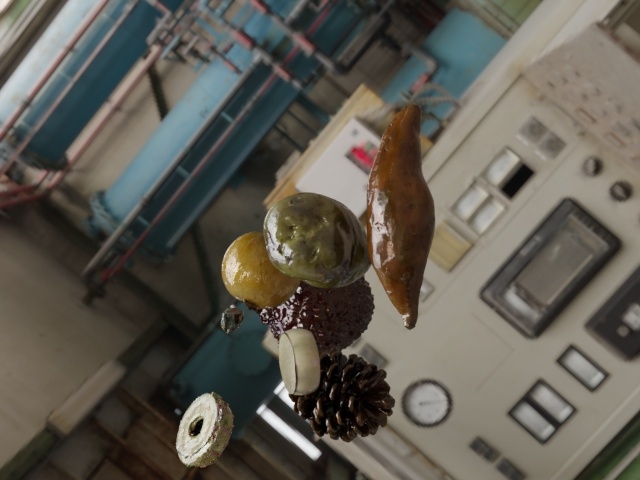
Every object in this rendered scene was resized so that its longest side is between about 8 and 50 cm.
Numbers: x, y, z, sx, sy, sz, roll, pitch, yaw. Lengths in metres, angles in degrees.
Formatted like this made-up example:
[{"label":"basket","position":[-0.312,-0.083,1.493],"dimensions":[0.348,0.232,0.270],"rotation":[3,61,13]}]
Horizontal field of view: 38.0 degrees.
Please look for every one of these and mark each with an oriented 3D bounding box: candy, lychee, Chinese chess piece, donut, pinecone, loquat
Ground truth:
[{"label":"candy","position":[-0.201,0.179,2.129],"dimensions":[0.047,0.053,0.182],"rotation":[8,-175,1]},{"label":"lychee","position":[-0.024,0.150,2.153],"dimensions":[0.300,0.264,0.264],"rotation":[-3,-163,-7]},{"label":"Chinese chess piece","position":[-0.038,0.220,1.686],"dimensions":[0.051,0.122,0.122],"rotation":[-6,-152,-18]},{"label":"donut","position":[-0.258,0.433,2.104],"dimensions":[0.068,0.174,0.174],"rotation":[32,-168,-32]},{"label":"pinecone","position":[0.049,0.307,1.813],"dimensions":[0.212,0.168,0.186],"rotation":[18,-156,27]},{"label":"loquat","position":[-0.108,0.054,1.733],"dimensions":[0.163,0.163,0.137],"rotation":[44,165,21]}]

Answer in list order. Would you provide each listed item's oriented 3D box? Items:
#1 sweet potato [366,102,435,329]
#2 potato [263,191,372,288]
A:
[{"label":"sweet potato","position":[0.122,-0.044,1.414],"dimensions":[0.112,0.112,0.359],"rotation":[21,-115,-66]},{"label":"potato","position":[-0.004,0.003,1.485],"dimensions":[0.200,0.137,0.154],"rotation":[8,-112,-57]}]
